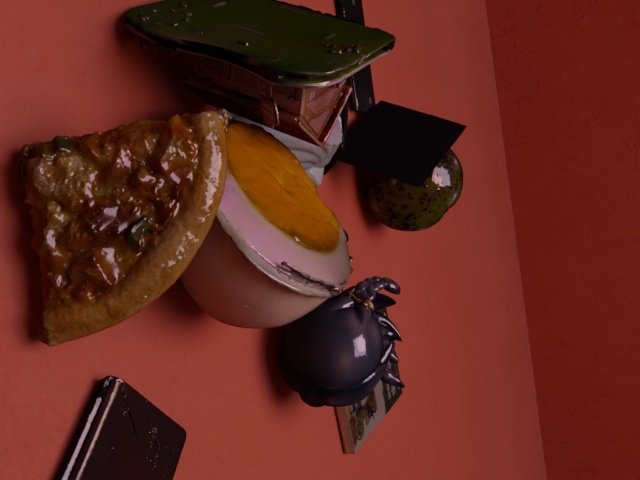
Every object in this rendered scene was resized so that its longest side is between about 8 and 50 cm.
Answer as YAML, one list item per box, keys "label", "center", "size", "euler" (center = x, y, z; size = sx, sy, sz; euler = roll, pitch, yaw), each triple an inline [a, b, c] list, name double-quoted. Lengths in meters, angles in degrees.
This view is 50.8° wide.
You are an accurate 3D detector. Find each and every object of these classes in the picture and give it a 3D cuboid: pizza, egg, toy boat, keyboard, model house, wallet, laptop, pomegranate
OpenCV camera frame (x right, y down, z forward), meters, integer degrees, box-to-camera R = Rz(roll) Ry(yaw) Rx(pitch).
- label: "pizza"
  center: [-0.205, -0.037, 0.651]
  size: [0.197, 0.058, 0.292]
  euler: [40, 81, -7]
- label: "egg"
  center: [-0.107, -0.015, 0.841]
  size: [0.286, 0.174, 0.264]
  euler: [59, 25, 12]
- label: "toy boat"
  center: [-0.050, -0.208, 1.062]
  size: [0.290, 0.100, 0.199]
  euler: [46, 45, -47]
- label: "keyboard"
  center: [0.071, -0.426, 1.433]
  size: [0.106, 0.027, 0.316]
  euler: [-11, 93, -60]
- label: "model house"
  center: [-0.082, -0.201, 0.849]
  size: [0.207, 0.294, 0.153]
  euler: [-44, 149, -45]
- label: "wallet"
  center: [0.027, -0.250, 1.221]
  size: [0.124, 0.025, 0.244]
  euler: [132, -36, -65]
- label: "laptop"
  center: [-0.217, 0.267, 0.702]
  size: [0.153, 0.026, 0.207]
  euler: [57, 37, -44]
- label: "pomegranate"
  center: [0.178, -0.143, 1.419]
  size: [0.247, 0.214, 0.214]
  euler: [51, 25, 11]

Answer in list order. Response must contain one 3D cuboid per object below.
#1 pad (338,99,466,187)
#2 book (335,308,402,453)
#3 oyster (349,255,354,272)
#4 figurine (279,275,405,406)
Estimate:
- label: "pad"
  center: [0.156, -0.201, 1.341]
  size: [0.299, 0.202, 0.005]
  euler: [-49, 154, -49]
- label: "book"
  center: [0.089, 0.257, 1.301]
  size: [0.264, 0.027, 0.201]
  euler: [-26, 106, -62]
- label: "oyster"
  center: [0.002, 0.009, 1.154]
  size: [0.148, 0.051, 0.103]
  euler: [46, 33, -8]
- label: "figurine"
  center: [0.038, 0.152, 1.079]
  size: [0.265, 0.175, 0.196]
  euler: [-66, 149, -57]
